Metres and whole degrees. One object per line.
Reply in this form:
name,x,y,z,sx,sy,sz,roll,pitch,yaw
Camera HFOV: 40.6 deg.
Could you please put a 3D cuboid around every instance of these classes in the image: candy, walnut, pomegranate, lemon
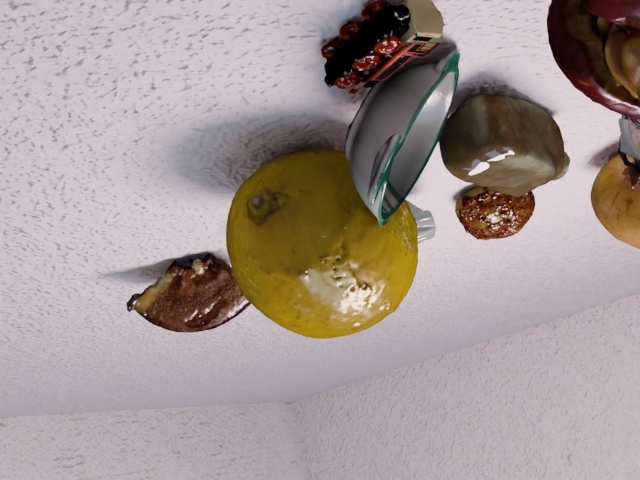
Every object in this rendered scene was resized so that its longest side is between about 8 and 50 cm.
candy,0.249,-0.127,1.165,0.104,0.102,0.234,-26,160,31
walnut,0.333,-0.190,0.785,0.269,0.244,0.222,0,161,-23
pomegranate,0.546,-0.071,1.430,0.191,0.191,0.191,-11,163,-3
lemon,0.000,0.000,1.161,0.253,0.254,0.310,-19,147,22

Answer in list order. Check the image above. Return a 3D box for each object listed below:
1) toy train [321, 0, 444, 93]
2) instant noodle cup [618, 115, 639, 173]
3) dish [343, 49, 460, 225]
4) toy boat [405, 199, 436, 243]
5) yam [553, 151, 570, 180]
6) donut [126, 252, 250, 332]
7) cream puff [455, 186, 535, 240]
toy train,0.061,-0.199,0.896,0.087,0.050,0.138,-4,162,-36
instant noodle cup,0.521,-0.160,1.174,0.125,0.178,0.208,-20,-170,-25
dish,0.079,-0.122,0.995,0.246,0.078,0.224,-38,153,-62
toy boat,0.039,-0.010,1.404,0.290,0.100,0.199,-13,164,5
yam,0.321,-0.114,1.352,0.132,0.054,0.054,-6,162,-18
donut,-0.224,0.102,1.537,0.186,0.144,0.126,-39,-178,2
cream puff,0.304,-0.048,1.498,0.149,0.084,0.149,-12,161,-4
